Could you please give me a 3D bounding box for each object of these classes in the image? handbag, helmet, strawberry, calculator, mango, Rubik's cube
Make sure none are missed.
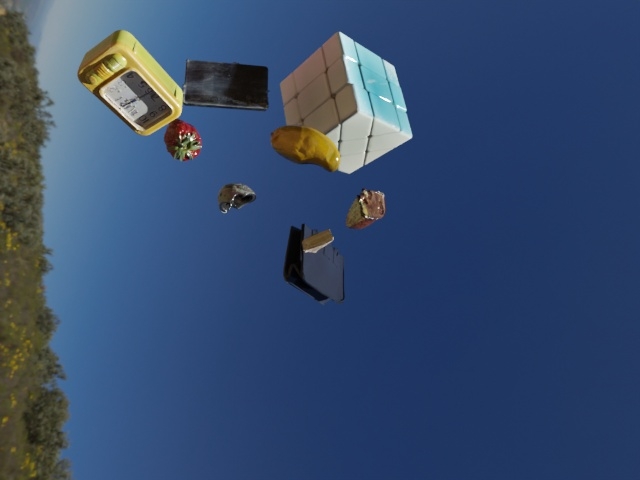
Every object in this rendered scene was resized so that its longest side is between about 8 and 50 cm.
[{"bbox_3d":[-0.020,0.087,1.707,0.118,0.326,0.269,-10,-121,27],"label":"handbag"},{"bbox_3d":[-0.399,-0.213,2.025,0.107,0.177,0.153,63,-30,11],"label":"helmet"},{"bbox_3d":[-0.468,-0.340,1.460,0.148,0.131,0.131,37,-77,31],"label":"strawberry"},{"bbox_3d":[-0.288,-0.479,1.347,0.021,0.262,0.161,119,-27,-72],"label":"calculator"},{"bbox_3d":[-0.038,-0.237,1.103,0.075,0.190,0.098,-60,169,-68],"label":"mango"},{"bbox_3d":[0.086,-0.466,1.555,0.319,0.322,0.315,-26,-115,40],"label":"Rubik's cube"}]

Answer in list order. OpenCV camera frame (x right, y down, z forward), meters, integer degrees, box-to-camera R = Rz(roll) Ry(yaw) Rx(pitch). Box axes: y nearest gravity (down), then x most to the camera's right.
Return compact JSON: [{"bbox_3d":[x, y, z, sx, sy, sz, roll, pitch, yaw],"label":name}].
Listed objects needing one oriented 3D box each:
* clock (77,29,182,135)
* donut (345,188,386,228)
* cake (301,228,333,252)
[{"bbox_3d":[-0.428,-0.353,1.000,0.143,0.202,0.096,-27,-132,15],"label":"clock"},{"bbox_3d":[0.176,-0.110,1.685,0.126,0.144,0.186,-40,-144,41],"label":"donut"},{"bbox_3d":[0.000,0.000,1.518,0.121,0.065,0.052,-24,-113,29],"label":"cake"}]
